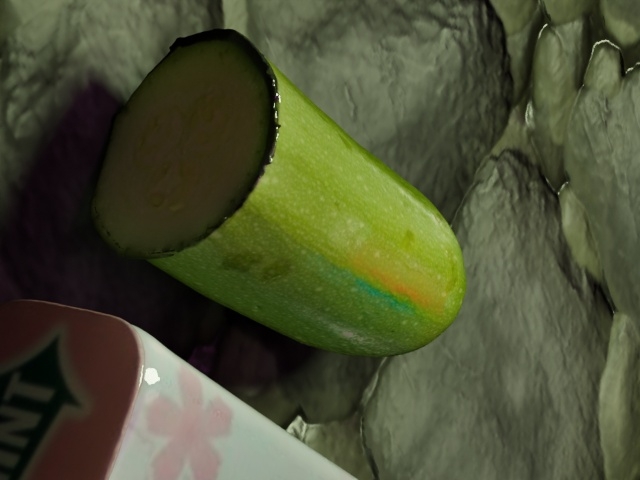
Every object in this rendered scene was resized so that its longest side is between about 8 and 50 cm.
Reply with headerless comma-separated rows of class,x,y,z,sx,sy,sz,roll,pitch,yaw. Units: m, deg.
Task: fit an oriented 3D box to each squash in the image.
squash,0.000,0.000,0.713,0.188,0.095,0.095,34,68,-46

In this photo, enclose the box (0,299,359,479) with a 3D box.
box,-0.017,0.187,0.694,0.369,0.112,0.190,38,70,-43
